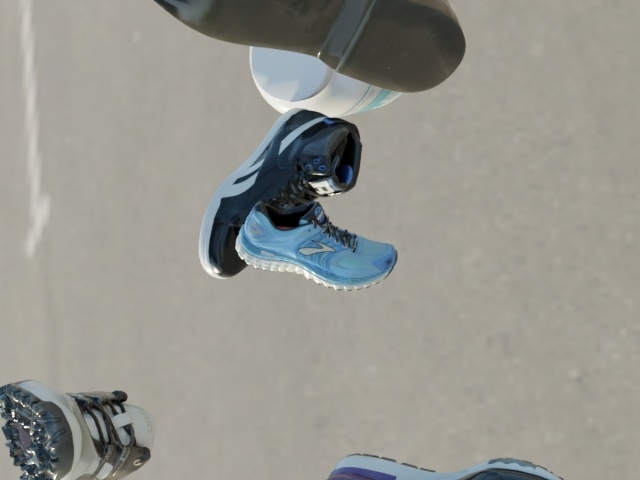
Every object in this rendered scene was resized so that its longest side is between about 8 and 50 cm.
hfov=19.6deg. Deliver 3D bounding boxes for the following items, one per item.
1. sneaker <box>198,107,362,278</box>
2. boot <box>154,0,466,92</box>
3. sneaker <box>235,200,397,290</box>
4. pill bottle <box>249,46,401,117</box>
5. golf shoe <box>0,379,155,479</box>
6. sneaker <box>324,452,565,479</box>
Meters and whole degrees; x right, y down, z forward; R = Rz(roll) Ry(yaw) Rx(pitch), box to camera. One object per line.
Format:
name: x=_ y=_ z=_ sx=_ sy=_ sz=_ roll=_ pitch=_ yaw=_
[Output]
sneaker: x=-0.036 y=-0.049 z=1.969 sx=0.121 sy=0.079 sz=0.217 roll=13 pitch=65 yaw=47
boot: x=-0.035 y=-0.213 z=1.390 sx=0.112 sy=0.305 sz=0.115 roll=-51 pitch=30 yaw=31
sneaker: x=0.000 y=0.000 z=1.845 sx=0.063 sy=0.162 sz=0.073 roll=-92 pitch=15 yaw=-59
pill bottle: x=0.010 y=-0.214 z=2.125 sx=0.264 sy=0.146 sz=0.146 roll=-21 pitch=-59 yaw=-68
golf shoe: x=-0.150 y=0.118 z=1.164 sx=0.198 sy=0.094 sz=0.077 roll=129 pitch=121 yaw=-76
sneaker: x=0.101 y=0.271 z=1.681 sx=0.283 sy=0.124 sz=0.107 roll=-4 pitch=112 yaw=37
